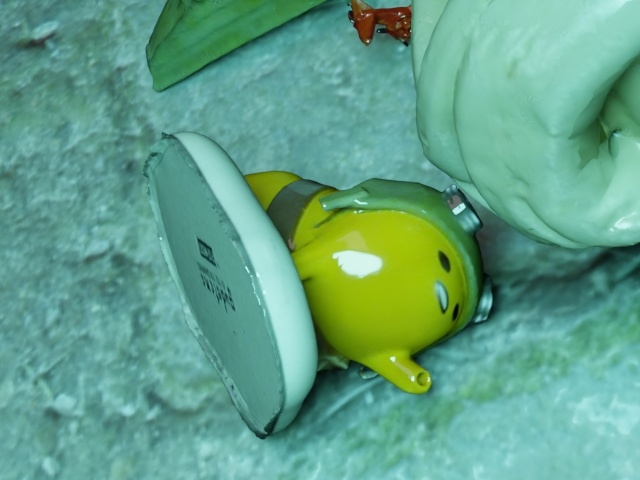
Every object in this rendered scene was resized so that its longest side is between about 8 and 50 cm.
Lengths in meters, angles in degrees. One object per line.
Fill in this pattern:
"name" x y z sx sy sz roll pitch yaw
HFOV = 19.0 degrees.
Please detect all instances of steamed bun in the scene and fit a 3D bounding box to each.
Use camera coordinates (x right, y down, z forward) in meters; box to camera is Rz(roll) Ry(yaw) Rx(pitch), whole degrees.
"steamed bun" 0.193 -0.172 0.875 0.342 0.255 0.367 -18 16 19

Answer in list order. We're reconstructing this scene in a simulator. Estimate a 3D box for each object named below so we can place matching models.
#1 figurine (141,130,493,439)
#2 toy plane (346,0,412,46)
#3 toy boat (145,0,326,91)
"figurine" 0.000 0.000 1.032 0.141 0.166 0.250 -20 26 -13
"toy plane" 0.113 -0.169 1.134 0.194 0.077 0.126 -47 37 2
"toy boat" 0.002 -0.189 1.242 0.293 0.055 0.093 -26 40 15
